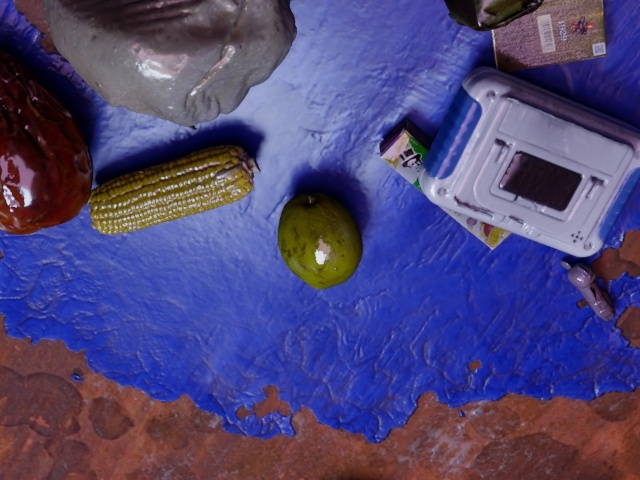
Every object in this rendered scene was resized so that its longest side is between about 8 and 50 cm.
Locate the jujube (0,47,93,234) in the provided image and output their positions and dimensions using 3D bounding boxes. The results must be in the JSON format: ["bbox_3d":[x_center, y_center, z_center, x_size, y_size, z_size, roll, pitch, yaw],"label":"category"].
[{"bbox_3d":[-0.376,-0.123,1.571,0.168,0.168,0.236,-21,103,15],"label":"jujube"}]

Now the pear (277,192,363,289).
[{"bbox_3d":[0.000,0.000,1.641,0.107,0.107,0.131,-11,124,10],"label":"pear"}]

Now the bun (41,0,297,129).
[{"bbox_3d":[-0.161,-0.245,1.437,0.281,0.282,0.205,-8,146,8],"label":"bun"}]

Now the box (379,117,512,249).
[{"bbox_3d":[0.164,-0.070,1.625,0.207,0.041,0.050,38,115,-19],"label":"box"}]

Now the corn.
[{"bbox_3d":[-0.188,-0.065,1.629,0.238,0.080,0.080,-14,119,14],"label":"corn"}]

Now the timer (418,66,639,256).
[{"bbox_3d":[0.263,-0.089,1.561,0.253,0.078,0.178,18,111,-17],"label":"timer"}]

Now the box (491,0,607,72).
[{"bbox_3d":[0.268,-0.251,1.520,0.133,0.023,0.090,-9,122,9],"label":"box"}]

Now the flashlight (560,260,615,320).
[{"bbox_3d":[0.360,0.064,1.701,0.031,0.052,0.110,-47,120,-12],"label":"flashlight"}]

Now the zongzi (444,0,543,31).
[{"bbox_3d":[0.225,-0.404,1.381,0.288,0.134,0.286,-27,112,3],"label":"zongzi"}]
